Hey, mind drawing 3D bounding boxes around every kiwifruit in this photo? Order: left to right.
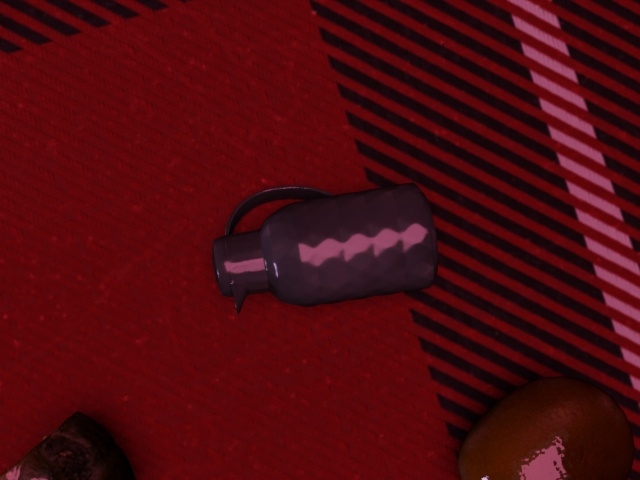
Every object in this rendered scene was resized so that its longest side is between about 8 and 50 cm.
[{"bbox_3d":[0.297,0.281,1.174,0.234,0.196,0.196,-34,90,-9],"label":"kiwifruit"}]

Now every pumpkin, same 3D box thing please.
[{"bbox_3d":[-0.362,0.350,1.122,0.280,0.190,0.139,-43,92,-4],"label":"pumpkin"}]

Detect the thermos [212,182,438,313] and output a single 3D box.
[{"bbox_3d":[0.000,0.000,1.193,0.287,0.145,0.182,-7,56,-3],"label":"thermos"}]
